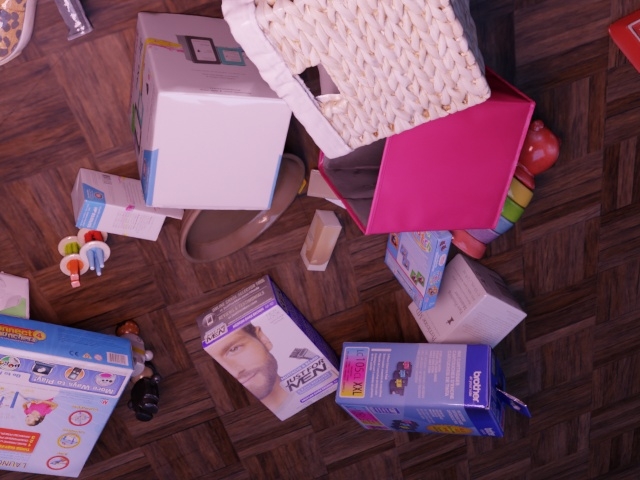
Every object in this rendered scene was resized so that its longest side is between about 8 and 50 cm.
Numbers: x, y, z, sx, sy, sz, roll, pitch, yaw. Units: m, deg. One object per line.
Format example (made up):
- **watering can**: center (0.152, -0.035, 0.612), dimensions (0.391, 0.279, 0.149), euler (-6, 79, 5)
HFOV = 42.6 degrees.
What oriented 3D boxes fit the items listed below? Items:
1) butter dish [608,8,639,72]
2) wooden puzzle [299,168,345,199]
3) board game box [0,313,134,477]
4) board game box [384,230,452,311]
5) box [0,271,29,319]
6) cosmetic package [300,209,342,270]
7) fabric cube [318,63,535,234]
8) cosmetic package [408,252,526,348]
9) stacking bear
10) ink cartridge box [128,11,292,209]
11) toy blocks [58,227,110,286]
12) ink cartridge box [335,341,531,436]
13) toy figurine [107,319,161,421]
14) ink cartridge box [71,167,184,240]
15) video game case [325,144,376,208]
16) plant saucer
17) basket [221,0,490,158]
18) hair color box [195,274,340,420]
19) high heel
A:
- **butter dish**: center (0.658, -0.369, 1.586), dimensions (0.160, 0.159, 0.118), euler (-28, 156, 2)
- **wooden puzzle**: center (0.010, -0.109, 1.590), dimensions (0.116, 0.014, 0.078), euler (13, 136, -8)
- **board game box**: center (-0.540, 0.286, 1.491), dimensions (0.308, 0.086, 0.301), euler (17, 120, -28)
- **board game box**: center (0.195, 0.018, 1.680), dimensions (0.039, 0.160, 0.211), euler (-17, 139, -20)
- **box**: center (-0.692, 0.154, 1.480), dimensions (0.262, 0.126, 0.231), euler (19, 121, -32)
- **cosmetic package**: center (0.000, 0.000, 1.670), dimensions (0.041, 0.060, 0.115), euler (4, 125, -24)
- **fabric cube**: center (0.171, -0.182, 1.443), dimensions (0.258, 0.259, 0.254), euler (-4, 123, -21)
- **cosmetic package**: center (0.333, 0.160, 1.874), dimensions (0.151, 0.151, 0.183), euler (26, 114, -35)
- **stacking bear**: center (0.360, -0.119, 1.658), dimensions (0.175, 0.164, 0.289), euler (28, 109, -37)
- **ink cartridge box**: center (-0.183, -0.205, 1.283), dimensions (0.197, 0.270, 0.198), euler (0, 128, -20)
- **toy blocks**: center (-0.422, 0.031, 1.466), dimensions (0.054, 0.148, 0.123), euler (22, 117, -34)
- **ink cartridge box**: center (0.264, 0.335, 1.838), dimensions (0.396, 0.151, 0.270), euler (-3, 154, 19)
- **toy figurine**: center (-0.440, 0.272, 1.672), dimensions (0.213, 0.148, 0.209), euler (-14, 126, -8)
- **ink cartridge box**: center (-0.339, -0.060, 1.453), dimensions (0.181, 0.104, 0.061), euler (11, 123, -29)
- **video game case**: center (0.106, -0.111, 1.647), dimensions (0.157, 0.019, 0.143), euler (25, 115, -35)
- **plant saucer**: center (-0.147, -0.066, 1.494), dimensions (0.278, 0.041, 0.278), euler (-35, 160, -15)
- **basket**: center (0.052, -0.350, 1.141), dimensions (0.267, 0.331, 0.328), euler (-15, 148, 19)
- **hair color box**: center (-0.100, 0.244, 1.803), dimensions (0.185, 0.110, 0.339), euler (-32, 131, 7)
- **high heel**: center (-0.482, -0.352, 1.187), dimensions (0.261, 0.093, 0.186), euler (-18, 115, 5)
